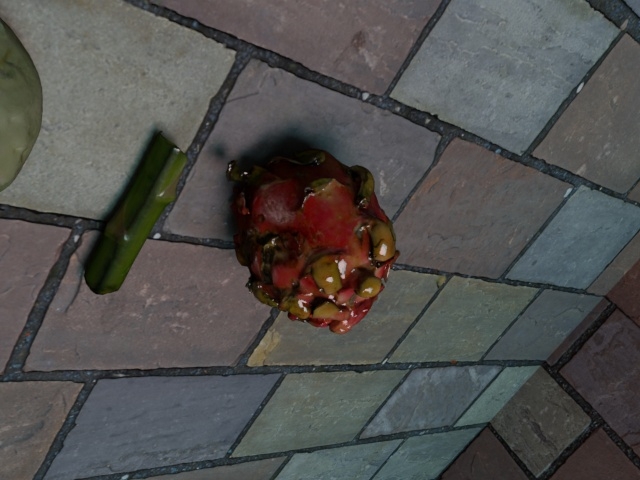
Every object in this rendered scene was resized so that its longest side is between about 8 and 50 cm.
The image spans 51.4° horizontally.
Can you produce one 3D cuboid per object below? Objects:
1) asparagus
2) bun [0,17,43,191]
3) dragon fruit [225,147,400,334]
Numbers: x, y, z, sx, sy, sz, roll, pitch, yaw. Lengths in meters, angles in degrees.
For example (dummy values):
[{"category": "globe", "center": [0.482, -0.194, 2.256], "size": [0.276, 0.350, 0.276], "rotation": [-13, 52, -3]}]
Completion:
[{"category": "asparagus", "center": [-0.269, -0.036, 0.975], "size": [0.067, 0.060, 0.278], "rotation": [24, 113, -28]}, {"category": "bun", "center": [-0.415, -0.120, 0.668], "size": [0.283, 0.179, 0.283], "rotation": [-23, 144, -18]}, {"category": "dragon fruit", "center": [0.000, 0.000, 1.038], "size": [0.250, 0.291, 0.269], "rotation": [-15, 137, -19]}]
